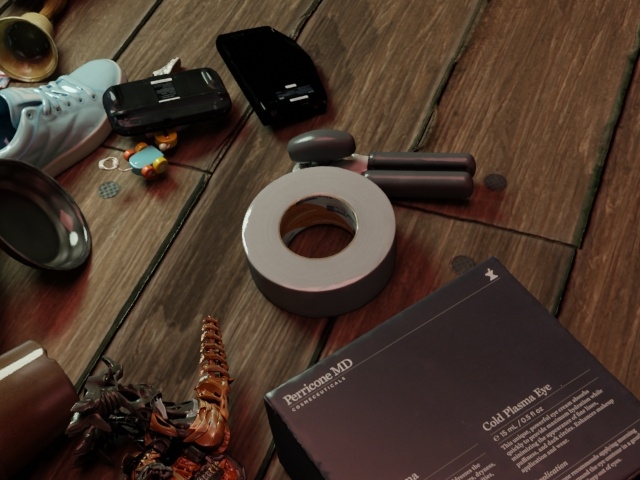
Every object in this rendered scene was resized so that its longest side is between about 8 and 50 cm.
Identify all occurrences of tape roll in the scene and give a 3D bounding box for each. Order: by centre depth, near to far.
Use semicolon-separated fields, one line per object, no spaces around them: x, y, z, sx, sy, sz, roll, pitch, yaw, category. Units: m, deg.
0.000;0.000;1.403;0.219;0.072;0.219;-3;54;4;tape roll

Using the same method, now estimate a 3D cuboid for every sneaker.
-0.445;-0.195;1.558;0.135;0.150;0.366;24;58;21;sneaker
-0.271;-0.289;1.690;0.037;0.032;0.083;16;54;17;sneaker

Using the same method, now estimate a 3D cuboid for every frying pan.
-0.466;-0.075;1.406;0.053;0.326;0.197;-38;22;24;frying pan

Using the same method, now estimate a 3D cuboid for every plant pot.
-0.400;0.219;1.229;0.165;0.167;0.167;-35;56;-28;plant pot

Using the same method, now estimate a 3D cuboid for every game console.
-0.179;-0.256;1.614;0.361;0.044;0.213;-15;51;-20;game console

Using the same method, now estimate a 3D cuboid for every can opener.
0.088;-0.115;1.474;0.283;0.095;0.076;2;52;16;can opener

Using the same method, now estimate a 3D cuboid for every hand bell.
-0.504;-0.404;1.777;0.126;0.126;0.242;1;40;6;hand bell

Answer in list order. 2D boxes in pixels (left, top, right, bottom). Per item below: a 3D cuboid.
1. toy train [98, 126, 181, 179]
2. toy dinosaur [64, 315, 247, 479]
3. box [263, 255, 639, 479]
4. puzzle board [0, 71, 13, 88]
-0.291;-0.155;1.574;0.125;0.046;0.166;6;50;2;toy train
-0.189;0.248;1.217;0.218;0.164;0.322;16;35;0;toy dinosaur
0.165;0.244;1.131;0.343;0.179;0.312;-29;55;-16;box
-0.607;-0.312;1.757;0.128;0.011;0.096;6;53;10;puzzle board
